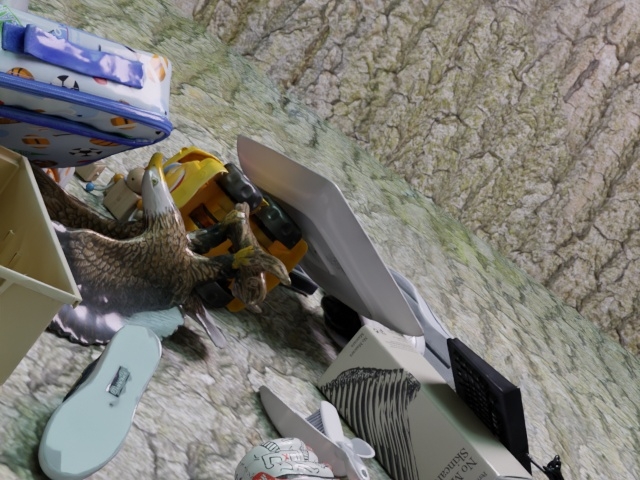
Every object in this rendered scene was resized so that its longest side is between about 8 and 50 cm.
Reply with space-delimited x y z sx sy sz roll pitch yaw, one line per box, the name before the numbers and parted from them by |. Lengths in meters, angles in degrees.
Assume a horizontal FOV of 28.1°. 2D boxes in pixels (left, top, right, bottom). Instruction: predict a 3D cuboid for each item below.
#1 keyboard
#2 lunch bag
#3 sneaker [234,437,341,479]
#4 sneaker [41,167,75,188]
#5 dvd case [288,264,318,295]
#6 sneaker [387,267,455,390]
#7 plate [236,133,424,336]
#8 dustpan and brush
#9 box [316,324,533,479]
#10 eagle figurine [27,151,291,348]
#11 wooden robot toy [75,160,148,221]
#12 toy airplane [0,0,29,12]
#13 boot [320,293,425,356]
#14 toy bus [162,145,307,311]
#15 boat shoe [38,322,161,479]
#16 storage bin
keyboard | 0.238 0.263 1.613 0.201 0.033 0.317 39 -20 35
lunch bag | -0.316 -0.158 1.335 0.243 0.114 0.303 -9 -13 43
sneaker | 0.029 0.271 1.275 0.270 0.090 0.145 26 14 -48
sneaker | -0.382 -0.112 1.513 0.215 0.084 0.083 24 10 -48
dvd case | -0.124 -0.013 1.929 0.239 0.029 0.179 28 16 -35
sneaker | 0.150 0.148 2.009 0.258 0.094 0.091 53 2 35
plate | 0.000 0.000 1.722 0.278 0.045 0.277 31 -23 55
dustpan and brush | 0.014 0.229 1.434 0.147 0.060 0.211 32 15 -22
box | 0.125 0.235 1.587 0.094 0.113 0.275 20 21 -52
eagle figurine | -0.210 0.009 1.413 0.298 0.225 0.226 -4 -13 -18
wooden robot toy | -0.248 -0.070 1.701 0.173 0.079 0.076 46 16 27
toy airplane | -0.521 -0.333 1.468 0.384 0.272 0.386 43 15 17
boot | 0.051 0.091 1.898 0.123 0.095 0.258 22 18 -36
toy bus | -0.149 -0.047 1.645 0.220 0.149 0.211 44 7 -49
boat shoe | -0.202 0.159 1.140 0.065 0.083 0.183 36 41 -6
storage bin | -0.379 -0.020 1.133 0.260 0.123 0.262 28 18 -36
